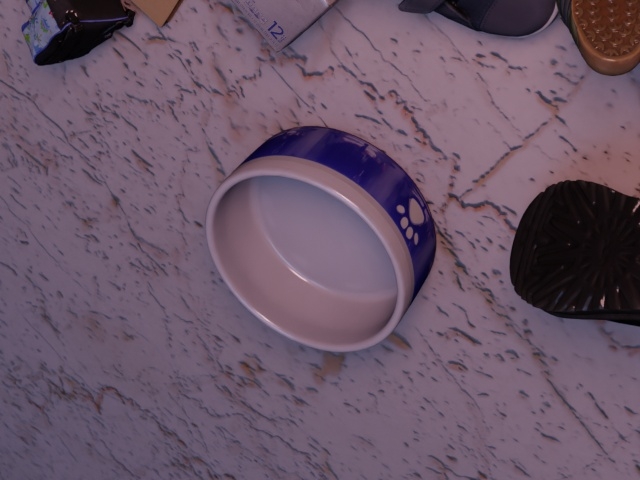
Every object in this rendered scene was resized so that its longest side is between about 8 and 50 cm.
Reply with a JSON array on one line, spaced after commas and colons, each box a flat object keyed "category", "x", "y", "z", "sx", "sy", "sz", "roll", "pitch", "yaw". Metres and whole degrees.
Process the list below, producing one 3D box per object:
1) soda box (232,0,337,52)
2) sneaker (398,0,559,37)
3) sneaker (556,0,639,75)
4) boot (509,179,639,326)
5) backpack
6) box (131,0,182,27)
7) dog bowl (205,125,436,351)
[{"category": "soda box", "x": -0.089, "y": -0.336, "z": 1.073, "sx": 0.286, "sy": 0.091, "sz": 0.098, "roll": 48, "pitch": 138, "yaw": -9}, {"category": "sneaker", "x": 0.072, "y": -0.277, "z": 0.992, "sx": 0.321, "sy": 0.127, "sz": 0.126, "roll": 35, "pitch": 135, "yaw": 2}, {"category": "sneaker", "x": 0.238, "y": -0.198, "z": 0.916, "sx": 0.064, "sy": 0.192, "sz": 0.086, "roll": -6, "pitch": 147, "yaw": 6}, {"category": "boot", "x": 0.363, "y": 0.052, "z": 1.010, "sx": 0.260, "sy": 0.131, "sz": 0.348, "roll": 21, "pitch": 177, "yaw": -26}, {"category": "backpack", "x": -0.297, "y": -0.262, "z": 1.272, "sx": 0.114, "sy": 0.105, "sz": 0.084, "roll": -30, "pitch": 83, "yaw": 46}, {"category": "box", "x": -0.215, "y": -0.355, "z": 1.195, "sx": 0.201, "sy": 0.021, "sz": 0.164, "roll": 42, "pitch": 137, "yaw": -5}, {"category": "dog bowl", "x": 0.000, "y": 0.000, "z": 1.284, "sx": 0.265, "sy": 0.104, "sz": 0.265, "roll": 18, "pitch": 134, "yaw": 20}]
